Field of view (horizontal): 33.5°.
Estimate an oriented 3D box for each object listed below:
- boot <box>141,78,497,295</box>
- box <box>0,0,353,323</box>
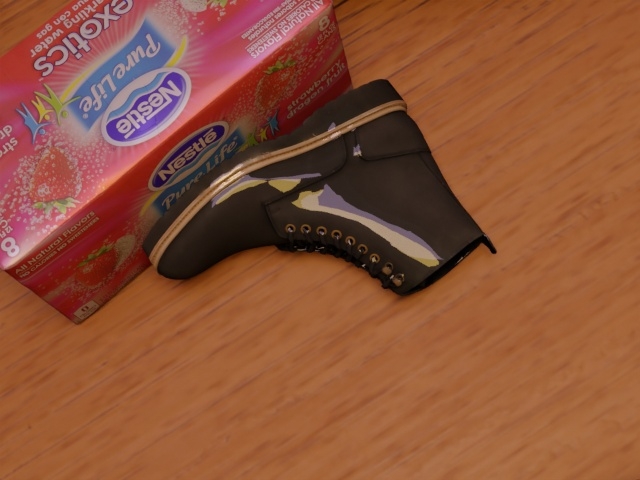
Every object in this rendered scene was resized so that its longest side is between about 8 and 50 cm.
[{"bbox_3d":[0.000,0.000,0.681,0.198,0.077,0.137,-34,75,-3],"label":"boot"},{"bbox_3d":[-0.115,-0.082,0.693,0.257,0.128,0.122,-40,70,-7],"label":"box"}]
